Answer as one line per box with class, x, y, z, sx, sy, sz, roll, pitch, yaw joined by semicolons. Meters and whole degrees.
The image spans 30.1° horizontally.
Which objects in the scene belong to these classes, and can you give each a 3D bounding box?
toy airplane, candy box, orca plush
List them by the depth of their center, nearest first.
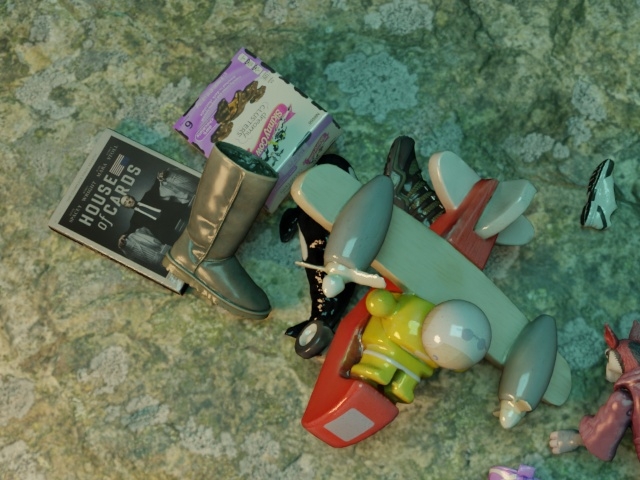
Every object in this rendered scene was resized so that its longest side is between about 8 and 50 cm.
toy airplane;0.157;0.075;1.536;0.386;0.272;0.385;-8;106;-15
orca plush;0.000;0.000;1.706;0.151;0.102;0.287;16;75;12
candy box;-0.092;-0.164;1.757;0.196;0.070;0.165;40;88;29

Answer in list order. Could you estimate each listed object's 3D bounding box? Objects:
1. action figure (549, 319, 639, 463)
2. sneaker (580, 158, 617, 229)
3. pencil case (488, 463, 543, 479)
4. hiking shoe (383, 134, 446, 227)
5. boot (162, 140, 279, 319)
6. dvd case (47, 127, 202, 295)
action figure;0.435;0.268;1.483;0.248;0.276;0.370;-23;75;2
sneaker;0.408;-0.065;1.717;0.043;0.040;0.109;19;78;-5
pencil case;0.239;0.399;1.558;0.086;0.088;0.206;11;73;8
hiking shoe;0.150;-0.042;1.722;0.114;0.086;0.227;-3;81;-3
boot;-0.111;-0.011;1.675;0.189;0.076;0.208;31;109;-5
dvd case;-0.266;-0.046;1.791;0.238;0.029;0.179;26;77;13
